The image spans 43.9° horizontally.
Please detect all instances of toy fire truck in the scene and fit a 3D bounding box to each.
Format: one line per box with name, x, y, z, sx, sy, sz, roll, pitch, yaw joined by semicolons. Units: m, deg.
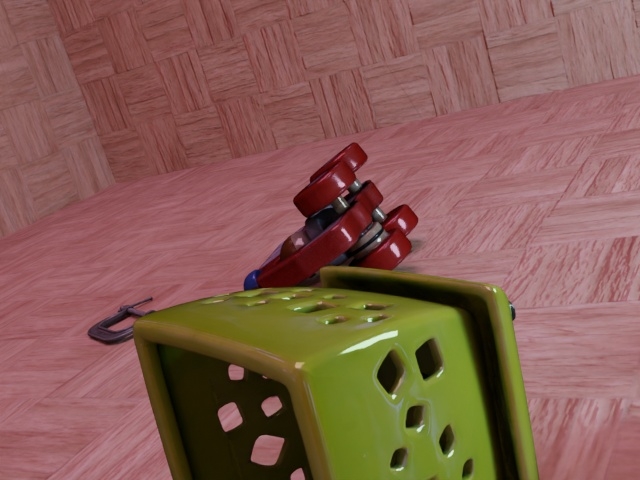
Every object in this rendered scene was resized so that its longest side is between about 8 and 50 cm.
toy fire truck;0.000;0.000;1.243;0.254;0.169;0.302;-38;7;21

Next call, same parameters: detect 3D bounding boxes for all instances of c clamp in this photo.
c clamp;-0.324;0.130;1.341;0.137;0.022;0.160;-25;17;-26

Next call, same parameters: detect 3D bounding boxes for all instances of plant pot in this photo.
plant pot;0.024;0.136;0.579;0.207;0.227;0.228;-21;14;-34
